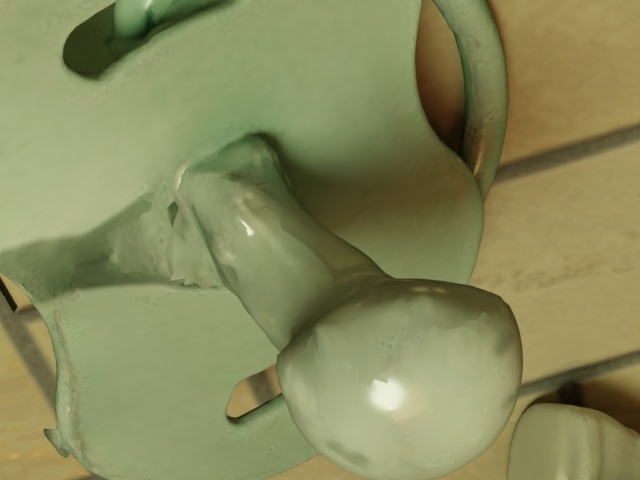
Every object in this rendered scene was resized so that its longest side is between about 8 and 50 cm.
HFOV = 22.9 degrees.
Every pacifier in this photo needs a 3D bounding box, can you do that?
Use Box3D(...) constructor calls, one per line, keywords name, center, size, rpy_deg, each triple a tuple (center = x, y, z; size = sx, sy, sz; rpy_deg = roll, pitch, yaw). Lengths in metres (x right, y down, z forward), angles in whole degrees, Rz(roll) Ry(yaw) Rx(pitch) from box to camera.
Box3D(name="pacifier", center=(0.000, 0.000, 0.693), size=(0.288, 0.269, 0.343), rpy_deg=(-34, 135, -13))

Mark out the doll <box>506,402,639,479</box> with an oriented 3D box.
Box3D(name="doll", center=(0.283, 0.239, 0.983), size=(0.423, 0.161, 0.348), rpy_deg=(41, 96, -22))
